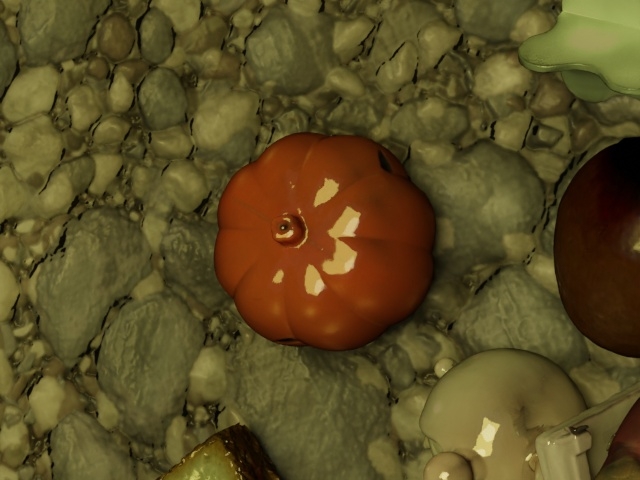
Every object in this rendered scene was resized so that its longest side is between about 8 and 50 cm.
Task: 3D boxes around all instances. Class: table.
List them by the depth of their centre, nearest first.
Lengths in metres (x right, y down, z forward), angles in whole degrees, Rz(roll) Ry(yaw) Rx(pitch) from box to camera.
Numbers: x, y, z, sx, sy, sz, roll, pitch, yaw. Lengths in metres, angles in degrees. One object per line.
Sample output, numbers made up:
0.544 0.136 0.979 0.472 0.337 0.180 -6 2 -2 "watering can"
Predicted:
0.270 -0.159 1.351 0.198 0.166 0.167 18 92 31 "table"

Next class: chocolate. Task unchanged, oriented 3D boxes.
0.260 0.012 1.342 0.176 0.177 0.177 -2 84 23 "chocolate"

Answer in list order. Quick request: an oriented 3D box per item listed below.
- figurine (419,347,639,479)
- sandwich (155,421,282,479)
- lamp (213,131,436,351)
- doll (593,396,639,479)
0.163 0.152 1.339 0.182 0.144 0.256 -41 27 -25 "figurine"
-0.122 0.342 1.491 0.301 0.099 0.271 -33 78 13 "sandwich"
0.000 0.000 1.438 0.187 0.164 0.188 -4 81 23 "lamp"
0.308 0.199 1.170 0.196 0.152 0.256 -15 120 49 "doll"
